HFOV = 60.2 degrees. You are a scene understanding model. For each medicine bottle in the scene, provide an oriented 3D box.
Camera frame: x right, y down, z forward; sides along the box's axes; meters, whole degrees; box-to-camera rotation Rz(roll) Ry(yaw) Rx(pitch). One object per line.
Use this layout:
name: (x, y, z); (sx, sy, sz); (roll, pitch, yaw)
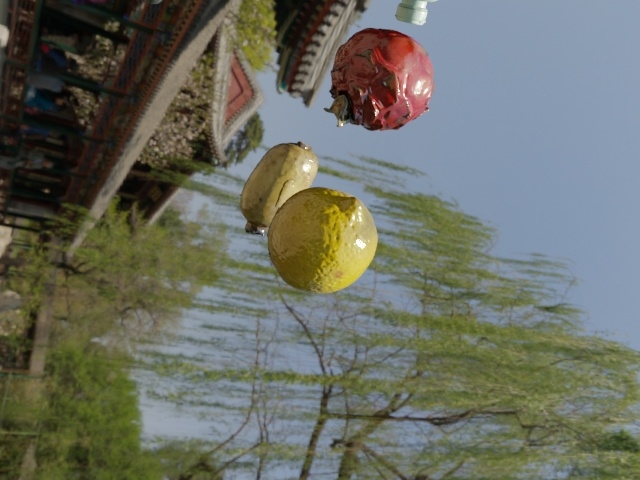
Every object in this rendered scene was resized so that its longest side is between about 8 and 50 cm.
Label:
medicine bottle: (0.218, -0.583, 1.172); (0.083, 0.121, 0.229); (-121, -142, -56)

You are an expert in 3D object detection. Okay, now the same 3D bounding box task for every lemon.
lemon: (0.004, -0.002, 1.181); (0.253, 0.228, 0.228); (-26, -124, 54)

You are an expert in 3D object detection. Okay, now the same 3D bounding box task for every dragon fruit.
dragon fruit: (0.102, -0.268, 0.927); (0.172, 0.209, 0.172); (24, -56, 41)

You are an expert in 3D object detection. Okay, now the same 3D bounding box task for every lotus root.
lotus root: (-0.116, -0.137, 1.466); (0.146, 0.160, 0.284); (39, -78, 50)

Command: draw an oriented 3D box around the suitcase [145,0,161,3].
suitcase: (-0.372, -0.612, 1.023); (0.202, 0.312, 0.128); (-58, -163, -16)
